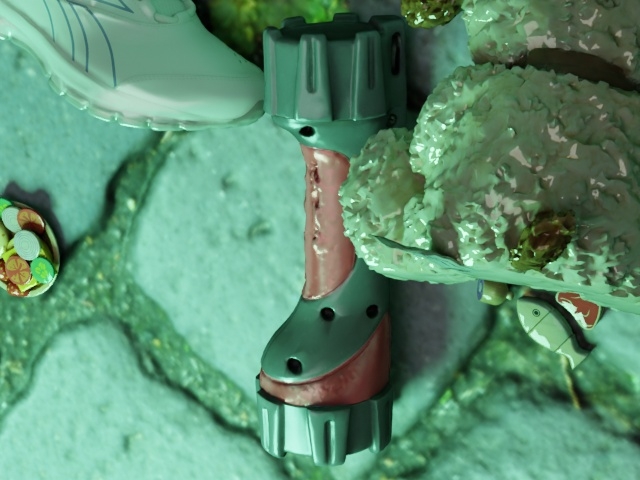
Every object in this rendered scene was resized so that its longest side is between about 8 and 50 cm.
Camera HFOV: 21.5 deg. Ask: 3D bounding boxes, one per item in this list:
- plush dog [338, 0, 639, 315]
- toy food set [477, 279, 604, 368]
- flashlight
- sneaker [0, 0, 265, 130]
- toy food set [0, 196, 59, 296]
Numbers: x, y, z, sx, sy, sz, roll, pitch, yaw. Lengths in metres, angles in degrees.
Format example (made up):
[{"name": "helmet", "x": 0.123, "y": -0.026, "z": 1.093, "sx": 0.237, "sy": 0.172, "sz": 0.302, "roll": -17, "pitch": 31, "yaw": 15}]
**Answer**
[{"name": "plush dog", "x": 0.143, "y": -0.084, "z": 1.008, "sx": 0.262, "sy": 0.210, "sz": 0.225, "roll": 9, "pitch": 82, "yaw": 9}, {"name": "toy food set", "x": 0.143, "y": 0.027, "z": 1.142, "sx": 0.122, "sy": 0.019, "sz": 0.078, "roll": 38, "pitch": 121, "yaw": 11}, {"name": "flashlight", "x": 0.000, "y": 0.000, "z": 1.163, "sx": 0.103, "sy": 0.103, "sz": 0.304, "roll": 9, "pitch": 113, "yaw": 29}, {"name": "sneaker", "x": -0.159, "y": -0.173, "z": 1.187, "sx": 0.297, "sy": 0.111, "sz": 0.129, "roll": 31, "pitch": 113, "yaw": 15}, {"name": "toy food set", "x": -0.243, "y": 0.006, "z": 1.342, "sx": 0.082, "sy": 0.020, "sz": 0.083, "roll": -26, "pitch": 93, "yaw": 33}]
